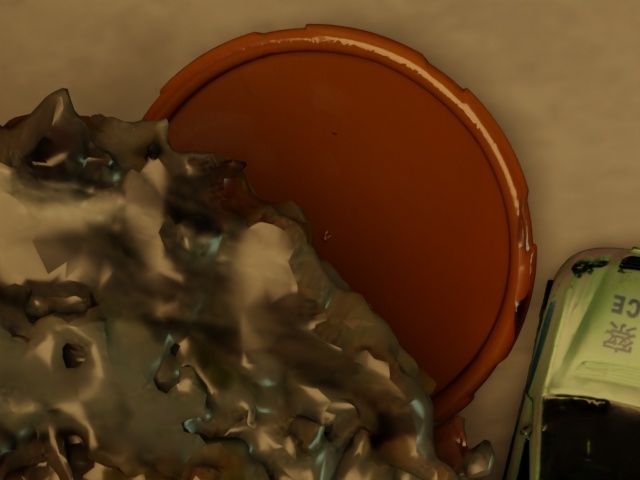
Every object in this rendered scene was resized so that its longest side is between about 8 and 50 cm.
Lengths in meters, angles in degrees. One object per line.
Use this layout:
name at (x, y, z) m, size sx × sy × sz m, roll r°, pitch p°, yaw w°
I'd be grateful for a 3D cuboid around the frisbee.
frisbee at (0.000, 0.000, 0.786) m, size 0.192 × 0.035 × 0.192 m, roll 3°, pitch 102°, yaw 12°

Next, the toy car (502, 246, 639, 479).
toy car at (0.119, 0.115, 0.758) m, size 0.090 × 0.076 × 0.224 m, roll 13°, pitch 97°, yaw 9°

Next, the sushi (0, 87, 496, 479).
sushi at (-0.110, 0.160, 0.663) m, size 0.418 × 0.176 × 0.417 m, roll 4°, pitch 75°, yaw -16°
